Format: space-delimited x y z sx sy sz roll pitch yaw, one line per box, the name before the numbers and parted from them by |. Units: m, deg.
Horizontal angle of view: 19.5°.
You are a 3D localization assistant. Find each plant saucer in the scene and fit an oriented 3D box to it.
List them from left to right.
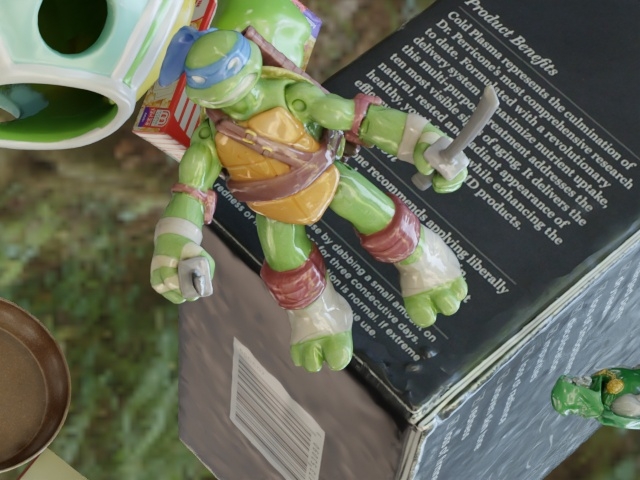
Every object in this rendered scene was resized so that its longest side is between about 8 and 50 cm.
plant saucer | -0.290 0.121 1.526 0.029 0.168 0.168 120 -23 -53

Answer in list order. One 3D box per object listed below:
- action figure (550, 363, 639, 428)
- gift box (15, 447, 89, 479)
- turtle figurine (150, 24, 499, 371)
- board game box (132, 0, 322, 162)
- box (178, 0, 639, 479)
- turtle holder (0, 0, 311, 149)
action figure | 0.288 0.113 1.439 0.137 0.232 0.063 -144 -129 -71
gift box | -0.211 0.351 1.515 0.276 0.258 0.255 -49 -177 27
turtle figurine | 0.000 0.000 1.220 0.198 0.275 0.266 -50 138 -13
board game box | -0.084 -0.156 1.743 0.147 0.045 0.193 34 69 -47
box | 0.133 0.038 1.701 0.297 0.472 0.480 45 -25 20
turtle holder | -0.189 -0.182 1.338 0.320 0.243 0.227 23 53 -53
